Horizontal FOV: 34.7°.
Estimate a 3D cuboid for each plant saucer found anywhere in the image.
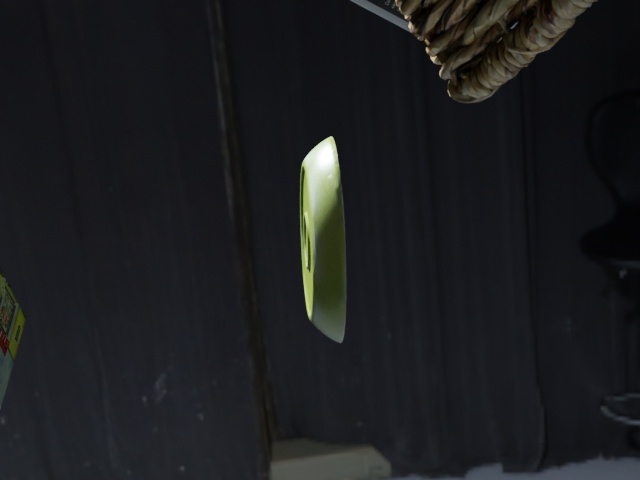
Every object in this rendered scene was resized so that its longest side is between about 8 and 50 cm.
[{"bbox_3d":[0.000,0.000,1.195,0.037,0.241,0.241,-3,16,-4],"label":"plant saucer"}]

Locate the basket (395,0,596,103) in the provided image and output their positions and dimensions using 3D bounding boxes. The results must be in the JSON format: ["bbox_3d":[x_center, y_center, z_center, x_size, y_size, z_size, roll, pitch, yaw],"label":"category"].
[{"bbox_3d":[0.143,-0.245,0.505,0.213,0.223,0.299,-31,-7,-31],"label":"basket"}]

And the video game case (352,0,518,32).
[{"bbox_3d":[0.104,-0.249,0.804,0.173,0.190,0.022,27,38,-3],"label":"video game case"}]

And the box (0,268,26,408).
[{"bbox_3d":[-0.370,0.108,1.042,0.044,0.159,0.233,-9,40,7],"label":"box"}]
